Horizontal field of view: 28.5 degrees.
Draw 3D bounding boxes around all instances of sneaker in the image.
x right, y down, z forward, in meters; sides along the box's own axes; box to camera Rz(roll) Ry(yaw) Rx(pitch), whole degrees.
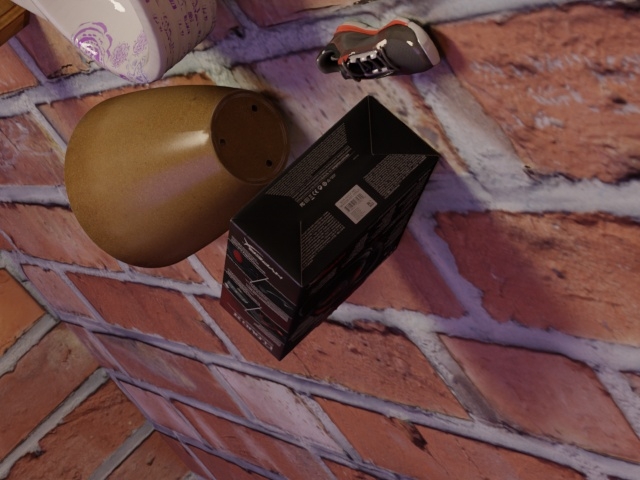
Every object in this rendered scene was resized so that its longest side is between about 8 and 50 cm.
[{"bbox_3d":[0.053,-0.174,1.221,0.158,0.065,0.061,11,141,57],"label":"sneaker"}]

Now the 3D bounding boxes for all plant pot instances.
[{"bbox_3d":[-0.159,-0.099,1.584,0.254,0.237,0.237,-14,119,51],"label":"plant pot"}]

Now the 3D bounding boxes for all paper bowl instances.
[{"bbox_3d":[-0.223,-0.320,1.357,0.284,0.148,0.284,38,158,19],"label":"paper bowl"}]

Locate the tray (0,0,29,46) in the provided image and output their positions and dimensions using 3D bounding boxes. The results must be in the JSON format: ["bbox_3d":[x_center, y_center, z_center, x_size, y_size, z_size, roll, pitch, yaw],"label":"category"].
[{"bbox_3d":[-0.660,-0.428,1.910,0.411,0.203,0.076,46,160,0],"label":"tray"}]

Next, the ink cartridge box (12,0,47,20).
[{"bbox_3d":[-0.373,-0.367,1.603,0.198,0.115,0.067,32,156,34],"label":"ink cartridge box"}]

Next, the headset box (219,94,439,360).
[{"bbox_3d":[0.000,0.000,1.431,0.110,0.218,0.293,43,160,11],"label":"headset box"}]
